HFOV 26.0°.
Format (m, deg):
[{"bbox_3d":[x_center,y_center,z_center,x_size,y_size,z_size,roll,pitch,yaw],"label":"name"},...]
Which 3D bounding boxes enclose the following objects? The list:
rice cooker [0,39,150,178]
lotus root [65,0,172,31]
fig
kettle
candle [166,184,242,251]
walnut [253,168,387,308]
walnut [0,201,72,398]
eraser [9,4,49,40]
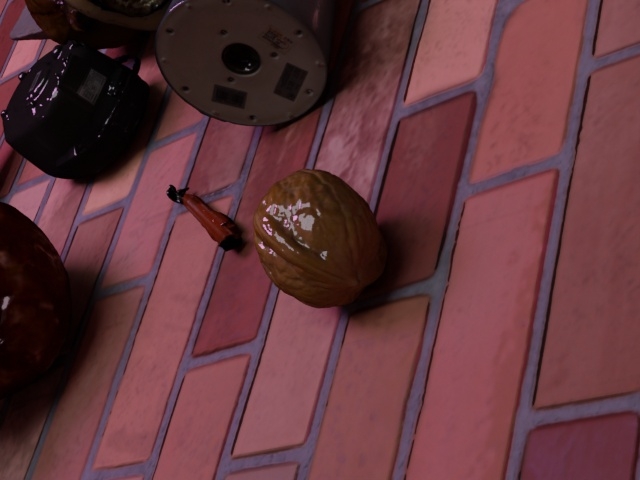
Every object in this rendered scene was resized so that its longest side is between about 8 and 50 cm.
[{"bbox_3d":[-0.275,-0.146,1.550,0.203,0.118,0.142,-17,48,51],"label":"rice cooker"},{"bbox_3d":[-0.195,-0.323,1.425,0.173,0.173,0.309,-40,32,22],"label":"lotus root"},{"bbox_3d":[-0.261,-0.311,1.571,0.190,0.190,0.290,-53,1,3],"label":"fig"},{"bbox_3d":[-0.059,-0.230,1.352,0.210,0.160,0.243,116,171,-47],"label":"kettle"},{"bbox_3d":[-0.110,-0.025,1.311,0.026,0.021,0.167,-45,30,-4],"label":"candle"},{"bbox_3d":[0.000,0.000,1.071,0.105,0.105,0.124,-48,47,11],"label":"walnut"},{"bbox_3d":[-0.375,0.072,1.410,0.269,0.222,0.244,-168,93,-72],"label":"walnut"},{"bbox_3d":[-0.288,-0.398,1.846,0.111,0.077,0.352,-1,59,53],"label":"eraser"}]
